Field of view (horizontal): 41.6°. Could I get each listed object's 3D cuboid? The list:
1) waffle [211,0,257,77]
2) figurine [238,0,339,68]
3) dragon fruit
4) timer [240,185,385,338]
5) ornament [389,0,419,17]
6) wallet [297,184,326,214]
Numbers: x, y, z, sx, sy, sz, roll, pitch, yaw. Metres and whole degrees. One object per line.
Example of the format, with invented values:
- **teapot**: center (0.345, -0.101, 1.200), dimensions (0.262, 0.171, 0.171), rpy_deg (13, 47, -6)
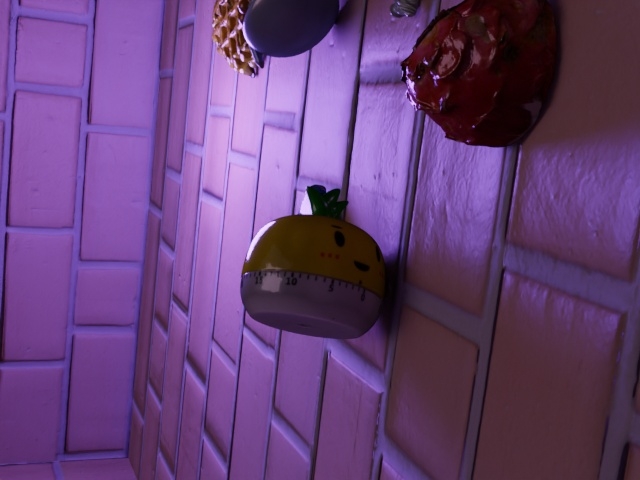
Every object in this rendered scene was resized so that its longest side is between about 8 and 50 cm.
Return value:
- **waffle**: center (-0.209, -0.658, 2.298), dimensions (0.382, 0.095, 0.380), rpy_deg (-125, 45, -52)
- **figurine**: center (-0.052, -0.559, 1.824), dimensions (0.225, 0.205, 0.382), rpy_deg (116, 168, -49)
- **dragon fruit**: center (0.225, -0.228, 1.158), dimensions (0.189, 0.163, 0.262), rpy_deg (47, 136, 22)
- **timer**: center (-0.005, 0.026, 1.524), dimensions (0.285, 0.285, 0.285), rpy_deg (-177, 90, -67)
- **ornament**: center (0.151, -0.425, 1.468), dimensions (0.092, 0.041, 0.068), rpy_deg (102, 163, -45)
- **wallet**: center (-0.001, 0.000, 1.752), dimensions (0.202, 0.059, 0.141), rpy_deg (-111, 30, -43)
